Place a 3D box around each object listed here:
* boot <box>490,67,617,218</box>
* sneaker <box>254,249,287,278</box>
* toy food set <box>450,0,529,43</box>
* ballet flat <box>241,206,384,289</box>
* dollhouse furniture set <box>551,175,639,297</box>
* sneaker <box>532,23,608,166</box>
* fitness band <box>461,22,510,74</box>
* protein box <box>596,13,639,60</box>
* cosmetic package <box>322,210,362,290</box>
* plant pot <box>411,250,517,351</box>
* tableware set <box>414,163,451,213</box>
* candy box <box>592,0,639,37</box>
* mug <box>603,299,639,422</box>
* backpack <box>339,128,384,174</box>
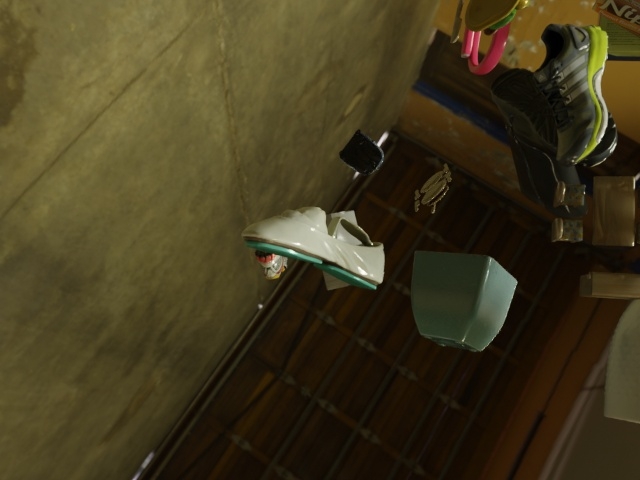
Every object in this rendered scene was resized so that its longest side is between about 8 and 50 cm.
[{"bbox_3d":[0.612,-0.187,1.413,0.146,0.367,0.445,-32,136,5],"label":"boot"},{"bbox_3d":[-0.136,0.043,1.609,0.225,0.088,0.092,-67,146,-68],"label":"sneaker"},{"bbox_3d":[0.416,-0.550,1.320,0.218,0.071,0.128,-8,-109,59],"label":"toy food set"},{"bbox_3d":[0.000,0.000,1.175,0.400,0.139,0.139,23,103,-44],"label":"ballet flat"},{"bbox_3d":[0.573,-0.010,1.080,0.161,0.212,0.242,22,71,-73],"label":"dollhouse furniture set"},{"bbox_3d":[0.474,-0.287,1.084,0.111,0.121,0.299,138,-40,-71],"label":"sneaker"},{"bbox_3d":[0.535,-0.685,1.791,0.209,0.054,0.290,-157,-105,-75],"label":"fitness band"},{"bbox_3d":[0.928,-0.646,1.641,0.136,0.200,0.201,-15,112,-69],"label":"protein box"},{"bbox_3d":[0.065,0.030,1.795,0.107,0.237,0.127,-20,171,42],"label":"cosmetic package"},{"bbox_3d":[0.417,0.194,1.689,0.248,0.247,0.252,32,69,-47],"label":"plant pot"},{"bbox_3d":[0.321,-0.140,1.542,0.128,0.039,0.194,-44,-171,21],"label":"tableware set"},{"bbox_3d":[0.855,-0.563,1.383,0.087,0.316,0.183,-52,168,9],"label":"candy box"},{"bbox_3d":[0.950,0.325,1.435,0.276,0.374,0.328,30,68,-58],"label":"mug"},{"bbox_3d":[0.128,-0.252,1.646,0.105,0.114,0.084,-52,173,12],"label":"backpack"}]
